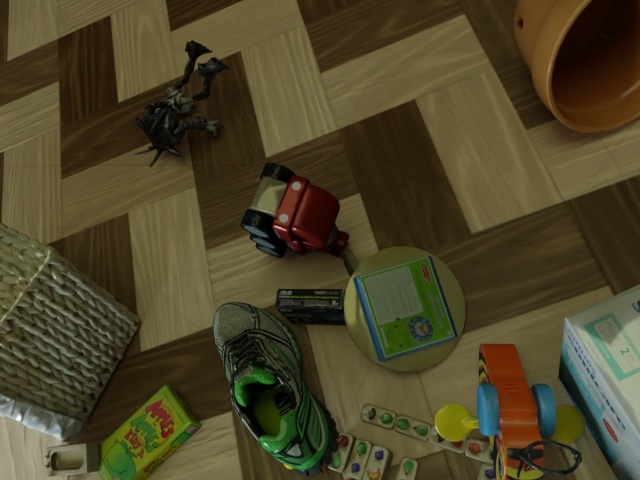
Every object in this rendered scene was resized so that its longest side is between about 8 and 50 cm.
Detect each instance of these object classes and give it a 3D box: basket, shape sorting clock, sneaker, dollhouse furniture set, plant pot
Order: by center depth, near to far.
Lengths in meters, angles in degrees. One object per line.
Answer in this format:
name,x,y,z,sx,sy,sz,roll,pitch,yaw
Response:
sneaker,-0.093,0.213,1.004,0.134,0.146,0.343,-40,48,-2
shape sorting clock,0.140,0.112,1.013,0.206,0.040,0.206,1,78,-3
dollhouse furniture set,-0.447,0.424,1.016,0.144,0.123,0.151,-16,74,31
plant pot,0.469,-0.361,1.052,0.291,0.291,0.203,-28,42,4
basket,-0.564,0.150,1.111,0.328,0.331,0.266,20,67,26

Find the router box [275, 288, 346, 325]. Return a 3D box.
router box,-0.006,0.117,1.064,0.122,0.092,0.038,-2,64,18

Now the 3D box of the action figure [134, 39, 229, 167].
action figure,-0.298,-0.286,1.344,0.164,0.141,0.276,41,109,22

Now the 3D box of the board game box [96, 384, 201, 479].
board game box,-0.309,0.354,1.078,0.181,0.043,0.092,-43,59,-5

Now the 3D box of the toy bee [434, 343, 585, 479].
toy bee,0.254,0.274,0.841,0.195,0.298,0.162,8,110,24

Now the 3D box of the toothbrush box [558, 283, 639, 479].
toothbrush box,0.410,0.206,0.759,0.126,0.295,0.216,-26,60,5

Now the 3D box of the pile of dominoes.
pile of dominoes,0.132,0.367,0.923,0.251,0.040,0.196,12,69,24

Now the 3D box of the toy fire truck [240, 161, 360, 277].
toy fire truck,0.000,0.000,1.065,0.246,0.217,0.158,19,77,9
